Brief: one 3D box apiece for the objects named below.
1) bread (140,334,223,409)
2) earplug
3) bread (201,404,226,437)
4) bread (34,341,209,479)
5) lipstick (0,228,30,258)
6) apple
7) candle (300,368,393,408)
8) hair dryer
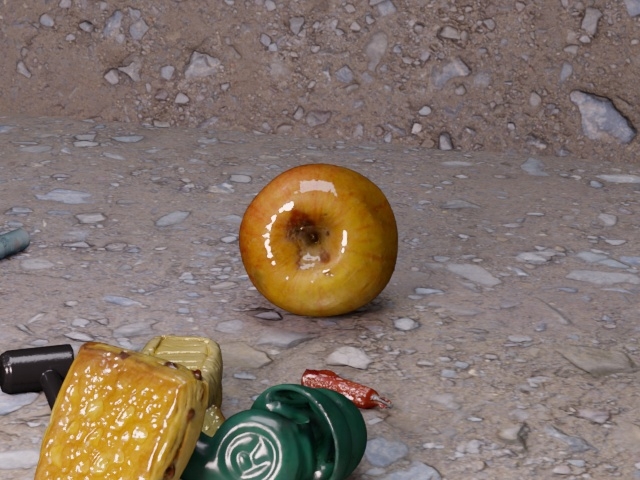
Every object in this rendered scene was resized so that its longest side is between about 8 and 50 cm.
[{"bbox_3d":[-0.219,0.229,1.855,0.140,0.106,0.236,4,19,2],"label":"bread"},{"bbox_3d":[-0.071,0.270,1.687,0.280,0.164,0.257,0,7,-44],"label":"earplug"},{"bbox_3d":[-0.145,0.294,1.717,0.084,0.080,0.109,-16,24,-37],"label":"bread"},{"bbox_3d":[-0.259,0.262,1.603,0.210,0.235,0.099,12,-14,30],"label":"bread"},{"bbox_3d":[-0.661,0.017,2.507,0.048,0.048,0.158,11,20,24],"label":"lipstick"},{"bbox_3d":[0.000,0.000,2.292,0.299,0.299,0.275,2,4,0],"label":"apple"},{"bbox_3d":[0.043,0.238,1.952,0.162,0.048,0.053,13,51,23],"label":"candle"},{"bbox_3d":[-0.420,0.245,1.879,0.114,0.071,0.248,-4,29,-22],"label":"hair dryer"}]
